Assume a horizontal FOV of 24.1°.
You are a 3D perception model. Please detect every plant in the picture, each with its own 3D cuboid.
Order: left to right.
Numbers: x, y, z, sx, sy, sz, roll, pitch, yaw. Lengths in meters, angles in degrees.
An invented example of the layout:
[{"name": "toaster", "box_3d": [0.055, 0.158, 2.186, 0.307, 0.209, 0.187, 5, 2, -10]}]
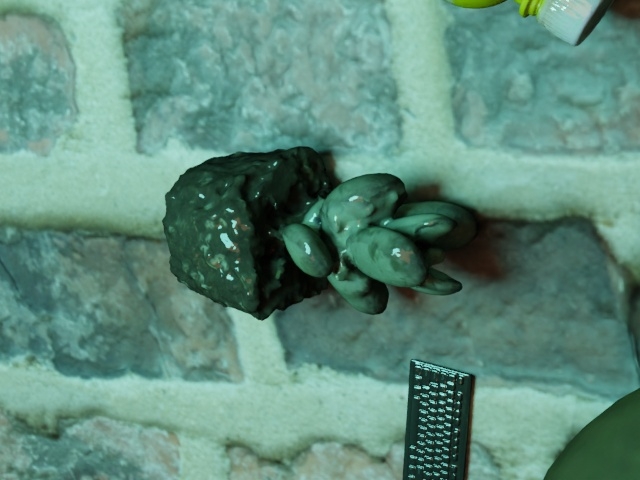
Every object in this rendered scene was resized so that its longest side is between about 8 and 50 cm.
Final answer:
[{"name": "plant", "box_3d": [-0.002, 0.001, 1.341, 0.274, 0.146, 0.149, 6, 124, 27]}]

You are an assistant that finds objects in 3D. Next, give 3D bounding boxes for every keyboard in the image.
[{"name": "keyboard", "box_3d": [0.111, 0.212, 1.447, 0.067, 0.011, 0.202, 13, 115, 24]}]

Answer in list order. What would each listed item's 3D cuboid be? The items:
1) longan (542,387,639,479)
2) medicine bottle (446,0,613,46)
[{"name": "longan", "box_3d": [0.330, 0.270, 1.160, 0.404, 0.336, 0.404, -8, 126, -11]}, {"name": "medicine bottle", "box_3d": [0.134, -0.239, 1.187, 0.212, 0.122, 0.122, 37, 122, 11]}]
